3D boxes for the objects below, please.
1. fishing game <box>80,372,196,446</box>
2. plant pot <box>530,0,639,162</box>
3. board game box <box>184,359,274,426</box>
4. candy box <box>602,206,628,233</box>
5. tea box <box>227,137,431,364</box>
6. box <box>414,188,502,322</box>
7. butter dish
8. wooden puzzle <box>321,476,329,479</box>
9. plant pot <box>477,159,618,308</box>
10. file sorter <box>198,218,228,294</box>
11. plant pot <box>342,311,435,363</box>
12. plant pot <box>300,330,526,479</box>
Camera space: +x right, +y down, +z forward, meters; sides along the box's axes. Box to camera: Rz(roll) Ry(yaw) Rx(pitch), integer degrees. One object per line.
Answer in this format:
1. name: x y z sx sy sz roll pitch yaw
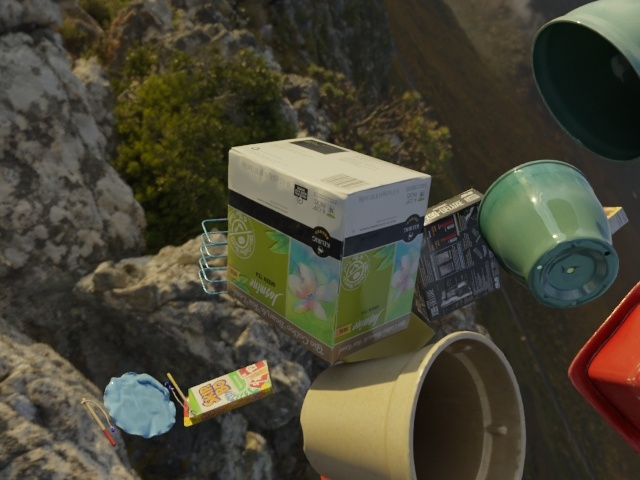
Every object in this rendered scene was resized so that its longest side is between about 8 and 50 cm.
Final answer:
1. fishing game: -0.439 0.399 1.453 0.189 0.041 0.264 46 26 19
2. plant pot: 0.557 -0.316 1.086 0.293 0.196 0.293 55 -5 7
3. board game box: -0.262 0.425 1.678 0.124 0.260 0.039 -116 -176 -62
4. candy box: 0.772 -0.026 1.728 0.187 0.109 0.053 -35 104 -14
5. tea box: 0.000 0.000 1.158 0.220 0.329 0.323 -17 120 -39
6. box: 0.359 0.046 1.651 0.076 0.243 0.307 50 -18 59
7. butter dish: 0.375 0.141 0.626 0.160 0.160 0.118 45 -8 -5
8. wooden puzzle: 0.074 0.812 1.752 0.348 0.081 0.322 -106 173 -63
9. plant pot: 0.508 0.000 1.312 0.271 0.272 0.255 45 22 -25
10. file sorter: -0.251 0.041 1.551 0.105 0.170 0.118 -5 36 -22
11. plant pot: 0.110 0.223 1.485 0.212 0.212 0.187 41 80 -27
12. plant pot: 0.140 0.332 1.067 0.334 0.306 0.333 10 76 -43
